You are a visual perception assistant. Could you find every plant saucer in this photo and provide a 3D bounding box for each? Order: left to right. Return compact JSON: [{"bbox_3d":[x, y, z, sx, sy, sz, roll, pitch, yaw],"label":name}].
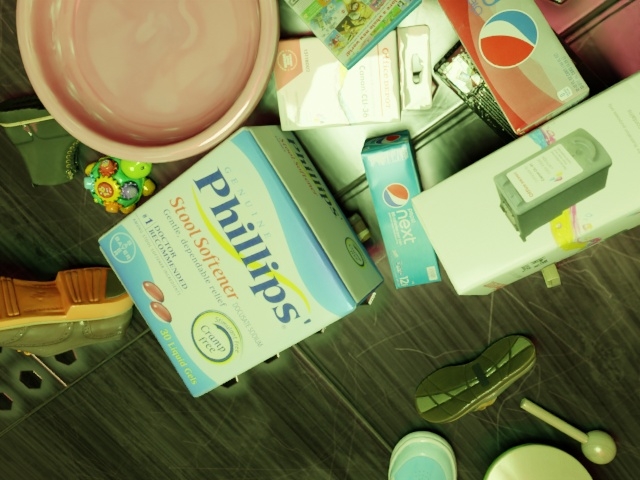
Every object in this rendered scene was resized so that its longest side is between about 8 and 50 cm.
[{"bbox_3d":[-0.209,-0.265,0.734,0.332,0.084,0.332,1,98,9],"label":"plant saucer"}]

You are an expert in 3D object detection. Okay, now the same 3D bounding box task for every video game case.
[{"bbox_3d":[0.023,-0.306,0.703,0.119,0.015,0.166,-41,83,8],"label":"video game case"}]

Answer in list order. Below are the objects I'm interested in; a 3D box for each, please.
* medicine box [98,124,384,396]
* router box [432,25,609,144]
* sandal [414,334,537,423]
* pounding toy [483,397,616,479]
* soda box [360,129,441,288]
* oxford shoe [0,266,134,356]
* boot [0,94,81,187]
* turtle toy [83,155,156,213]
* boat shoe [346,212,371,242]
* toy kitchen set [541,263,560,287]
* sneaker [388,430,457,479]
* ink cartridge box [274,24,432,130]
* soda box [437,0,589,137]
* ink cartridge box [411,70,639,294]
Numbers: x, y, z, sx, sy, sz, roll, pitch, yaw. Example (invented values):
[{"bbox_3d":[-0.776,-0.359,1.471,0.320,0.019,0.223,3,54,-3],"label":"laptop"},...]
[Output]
[{"bbox_3d":[-0.109,0.026,0.812,0.289,0.149,0.263,-33,89,24],"label":"medicine box"},{"bbox_3d":[0.253,-0.203,0.740,0.179,0.046,0.133,41,114,-10],"label":"router box"},{"bbox_3d":[0.252,0.229,0.934,0.219,0.090,0.060,-38,126,16],"label":"sandal"},{"bbox_3d":[0.370,0.403,0.988,0.183,0.110,0.237,24,87,10],"label":"pounding toy"},{"bbox_3d":[0.116,-0.042,0.824,0.067,0.071,0.210,-11,112,14],"label":"soda box"},{"bbox_3d":[-0.474,0.133,0.900,0.364,0.130,0.132,-2,125,-26],"label":"oxford shoe"},{"bbox_3d":[-0.361,-0.147,0.868,0.198,0.077,0.137,1,127,11],"label":"boot"},{"bbox_3d":[-0.299,-0.093,0.873,0.130,0.066,0.095,-36,105,22],"label":"turtle toy"},{"bbox_3d":[0.000,0.000,0.878,0.152,0.056,0.049,-21,97,17],"label":"boat shoe"},{"bbox_3d":[0.295,0.035,0.836,0.075,0.083,0.068,-20,151,18],"label":"toy kitchen set"},{"bbox_3d":[0.163,0.502,0.994,0.127,0.208,0.319,8,115,7],"label":"sneaker"},{"bbox_3d":[0.044,-0.212,0.759,0.198,0.067,0.115,-3,113,11],"label":"ink cartridge box"},{"bbox_3d":[0.193,-0.245,0.648,0.083,0.092,0.263,-32,79,24],"label":"soda box"},{"bbox_3d":[0.289,-0.054,0.687,0.306,0.226,0.131,-30,74,18],"label":"ink cartridge box"}]
